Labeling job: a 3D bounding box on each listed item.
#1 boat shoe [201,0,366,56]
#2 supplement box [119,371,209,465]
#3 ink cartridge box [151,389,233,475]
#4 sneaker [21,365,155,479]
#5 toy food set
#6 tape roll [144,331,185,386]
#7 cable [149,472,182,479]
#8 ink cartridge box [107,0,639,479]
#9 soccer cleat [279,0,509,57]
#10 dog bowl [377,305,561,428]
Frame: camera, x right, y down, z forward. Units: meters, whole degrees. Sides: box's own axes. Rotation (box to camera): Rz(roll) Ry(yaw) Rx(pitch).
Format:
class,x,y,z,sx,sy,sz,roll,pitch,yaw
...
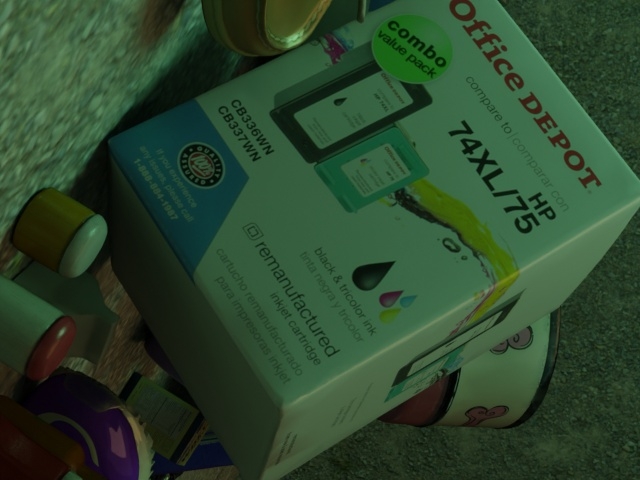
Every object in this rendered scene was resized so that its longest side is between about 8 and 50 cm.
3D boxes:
class,x,y,z,sx,sy,sz,roll,pitch,yaw
boat shoe,0.025,-0.215,0.687,0.105,0.089,0.285,-14,134,-57
supplement box,-0.159,0.178,1.322,0.056,0.083,0.083,-58,174,-9
ink cartridge box,-0.102,0.216,1.625,0.371,0.176,0.069,-31,110,-76
sneaker,-0.217,0.225,0.954,0.146,0.102,0.293,-50,170,-53
toy food set,-0.153,0.089,0.764,0.111,0.104,0.232,-52,172,-51
tape roll,-0.065,0.111,1.246,0.080,0.189,0.189,-59,175,3
cable,-0.252,0.391,1.843,0.184,0.047,0.150,-59,175,11
ink cartridge box,0.026,-0.006,0.871,0.270,0.198,0.197,-29,163,-19
soccer cleat,0.022,-0.179,0.997,0.331,0.143,0.116,-40,-140,34
dog bowl,0.101,0.021,1.467,0.150,0.408,0.408,-11,154,-18
